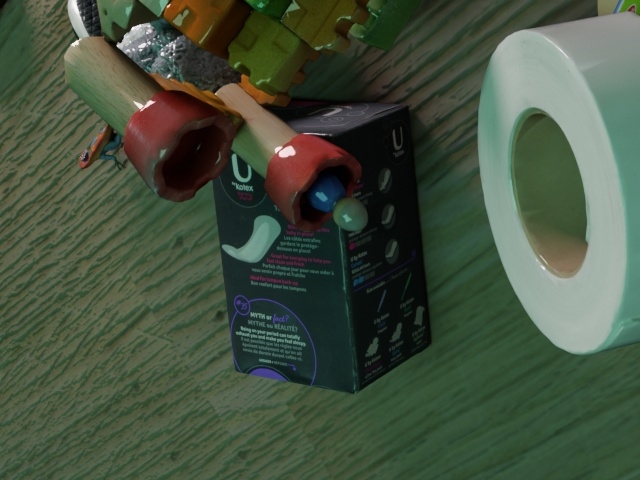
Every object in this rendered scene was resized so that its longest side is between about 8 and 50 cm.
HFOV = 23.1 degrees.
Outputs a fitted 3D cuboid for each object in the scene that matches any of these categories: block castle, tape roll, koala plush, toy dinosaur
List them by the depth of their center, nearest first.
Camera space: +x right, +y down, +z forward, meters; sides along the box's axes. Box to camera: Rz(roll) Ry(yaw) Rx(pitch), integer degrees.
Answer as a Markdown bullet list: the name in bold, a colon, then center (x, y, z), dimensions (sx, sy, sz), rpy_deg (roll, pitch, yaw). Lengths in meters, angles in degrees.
- **block castle**: center (0.023, -0.229, 1.311), dimensions (0.213, 0.303, 0.453), rpy_deg (42, 105, 28)
- **tape roll**: center (0.236, -0.047, 1.336), dimensions (0.286, 0.100, 0.286), rpy_deg (168, 90, -74)
- **koala plush**: center (-0.146, -0.185, 1.633), dimensions (0.221, 0.203, 0.196), rpy_deg (-45, 66, 49)
- **toy dinosaur**: center (-0.260, -0.116, 1.832), dimensions (0.082, 0.090, 0.047), rpy_deg (-37, 64, 11)

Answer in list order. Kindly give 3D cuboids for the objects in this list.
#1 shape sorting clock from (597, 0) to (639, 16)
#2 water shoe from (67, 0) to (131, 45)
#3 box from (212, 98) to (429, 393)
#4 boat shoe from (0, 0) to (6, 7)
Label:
- **shape sorting clock**: center (0.326, -0.201, 1.332), dimensions (0.206, 0.040, 0.206), rpy_deg (14, 112, 37)
- **water shoe**: center (-0.234, -0.191, 1.775), dimensions (0.203, 0.073, 0.080), rpy_deg (58, 138, 7)
- **box**: center (0.000, 0.000, 1.611), dimensions (0.165, 0.143, 0.270), rpy_deg (7, 111, 35)
- **boat shoe**: center (-0.418, -0.289, 1.900), dimensions (0.045, 0.050, 0.135), rpy_deg (50, 131, 5)
